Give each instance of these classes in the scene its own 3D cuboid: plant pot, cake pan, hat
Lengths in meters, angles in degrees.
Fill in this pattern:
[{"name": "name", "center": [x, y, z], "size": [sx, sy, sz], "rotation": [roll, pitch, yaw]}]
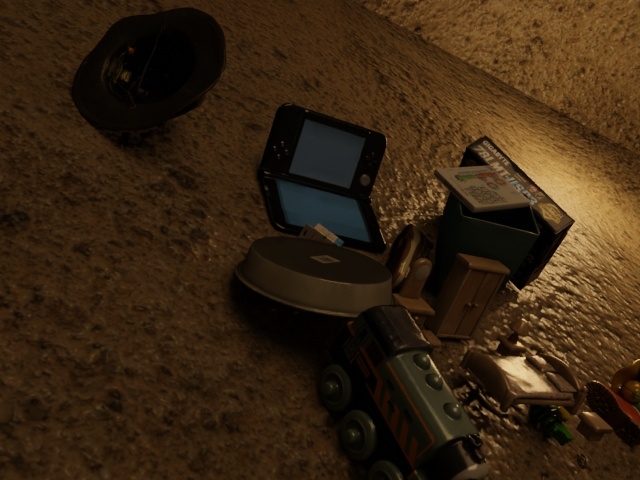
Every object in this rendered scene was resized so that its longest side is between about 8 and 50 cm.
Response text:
[{"name": "plant pot", "center": [0.337, 0.017, 1.516], "size": [0.165, 0.234, 0.165], "rotation": [14, 34, -4]}, {"name": "cake pan", "center": [-0.002, 0.056, 1.233], "size": [0.293, 0.054, 0.293], "rotation": [13, 13, -3]}, {"name": "hat", "center": [-0.331, -0.323, 1.443], "size": [0.331, 0.331, 0.134], "rotation": [56, -2, 31]}]

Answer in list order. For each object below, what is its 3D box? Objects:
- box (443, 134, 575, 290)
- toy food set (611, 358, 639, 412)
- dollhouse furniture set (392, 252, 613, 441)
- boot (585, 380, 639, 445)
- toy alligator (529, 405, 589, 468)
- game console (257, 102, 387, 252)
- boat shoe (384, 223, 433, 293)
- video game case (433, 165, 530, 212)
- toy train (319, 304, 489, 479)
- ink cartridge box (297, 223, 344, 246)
[{"name": "box", "center": [0.439, -0.060, 1.685], "size": [0.073, 0.293, 0.295], "rotation": [-33, 66, -20]}, {"name": "toy food set", "center": [0.757, 0.342, 1.532], "size": [0.218, 0.128, 0.071], "rotation": [15, 9, 3]}, {"name": "dollhouse furniture set", "center": [0.343, 0.185, 1.286], "size": [0.303, 0.174, 0.355], "rotation": [9, 23, -32]}, {"name": "boot", "center": [0.636, 0.360, 1.512], "size": [0.158, 0.059, 0.084], "rotation": [50, 32, 9]}, {"name": "toy alligator", "center": [0.447, 0.354, 1.347], "size": [0.051, 0.056, 0.189], "rotation": [9, 40, -33]}, {"name": "game console", "center": [0.030, -0.136, 1.534], "size": [0.293, 0.250, 0.173], "rotation": [12, 11, -31]}, {"name": "boat shoe", "center": [0.202, 0.048, 1.506], "size": [0.095, 0.095, 0.257], "rotation": [38, 32, -4]}, {"name": "video game case", "center": [0.339, -0.111, 1.470], "size": [0.157, 0.019, 0.143], "rotation": [-7, 41, -30]}, {"name": "toy train", "center": [0.121, 0.257, 1.063], "size": [0.142, 0.190, 0.334], "rotation": [4, 43, -38]}, {"name": "ink cartridge box", "center": [0.000, 0.000, 1.429], "size": [0.083, 0.048, 0.028], "rotation": [36, 32, 4]}]
